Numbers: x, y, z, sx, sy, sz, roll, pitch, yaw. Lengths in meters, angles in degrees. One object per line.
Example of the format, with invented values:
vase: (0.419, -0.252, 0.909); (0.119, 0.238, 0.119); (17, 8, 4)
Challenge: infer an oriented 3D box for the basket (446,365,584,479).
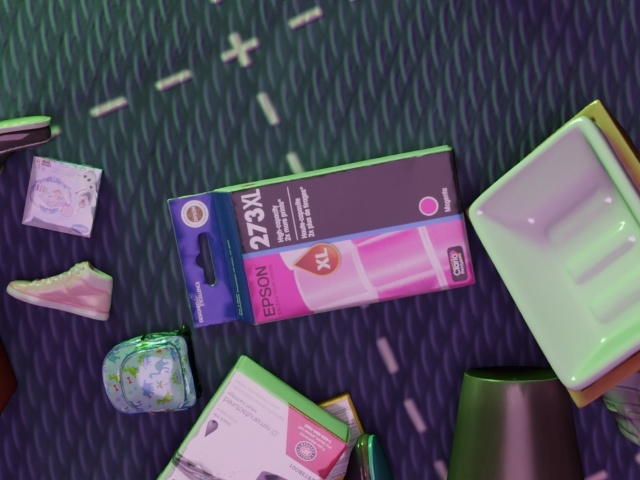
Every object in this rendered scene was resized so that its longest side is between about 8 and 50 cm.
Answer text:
basket: (0.246, 0.278, 1.736); (0.204, 0.154, 0.226); (1, 94, 11)

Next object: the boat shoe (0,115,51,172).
boat shoe: (-0.440, -0.106, 1.742); (0.228, 0.081, 0.068); (-11, 100, 10)

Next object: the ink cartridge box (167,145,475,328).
ink cartridge box: (0.000, 0.000, 1.752); (0.371, 0.069, 0.175); (-10, 97, 5)

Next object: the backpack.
backpack: (-0.218, 0.171, 1.765); (0.114, 0.084, 0.105); (-9, 94, 5)

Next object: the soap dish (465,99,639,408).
soap dish: (0.329, 0.017, 1.637); (0.229, 0.118, 0.291); (-42, 64, 32)

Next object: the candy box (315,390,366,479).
candy box: (-0.039, 0.281, 1.802); (0.206, 0.027, 0.105); (-21, 98, 4)

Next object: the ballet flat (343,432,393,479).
ballet flat: (0.069, 0.381, 1.770); (0.096, 0.095, 0.280); (-16, 105, 18)

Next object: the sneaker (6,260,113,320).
sneaker: (-0.329, 0.054, 1.771); (0.134, 0.051, 0.070); (14, 96, -4)

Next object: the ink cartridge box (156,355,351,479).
ink cartridge box: (-0.098, 0.293, 1.741); (0.172, 0.100, 0.237); (34, 97, -1)

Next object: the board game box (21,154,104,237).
board game box: (-0.329, -0.057, 1.771); (0.090, 0.020, 0.090); (12, 97, 0)

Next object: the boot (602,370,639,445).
boot: (0.431, 0.195, 1.677); (0.095, 0.258, 0.123); (-33, 102, -18)

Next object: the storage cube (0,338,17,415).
storage cube: (-0.504, 0.148, 1.710); (0.184, 0.215, 0.193); (-16, 103, 3)
